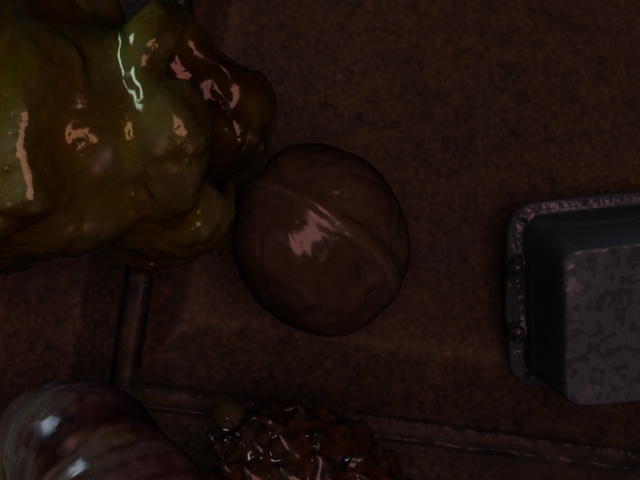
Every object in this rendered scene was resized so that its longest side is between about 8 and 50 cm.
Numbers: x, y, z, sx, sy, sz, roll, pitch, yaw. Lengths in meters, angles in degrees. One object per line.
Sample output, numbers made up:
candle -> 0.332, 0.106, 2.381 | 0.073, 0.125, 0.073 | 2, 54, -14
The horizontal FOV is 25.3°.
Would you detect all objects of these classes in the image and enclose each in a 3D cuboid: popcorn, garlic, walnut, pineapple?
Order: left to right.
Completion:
popcorn -> -0.178, -0.080, 1.016 | 0.277, 0.276, 0.225 | -3, 133, -8
garlic -> -0.166, 0.223, 1.067 | 0.160, 0.245, 0.244 | 1, 89, -45
pineapple -> -0.018, 0.199, 1.104 | 0.166, 0.166, 0.193 | -41, 94, -6
walnut -> 0.001, 0.001, 1.113 | 0.140, 0.162, 0.140 | -7, 61, 12

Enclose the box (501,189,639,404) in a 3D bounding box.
box -> 0.268, 0.046, 1.158 | 0.227, 0.130, 0.162 | -5, 106, -9
